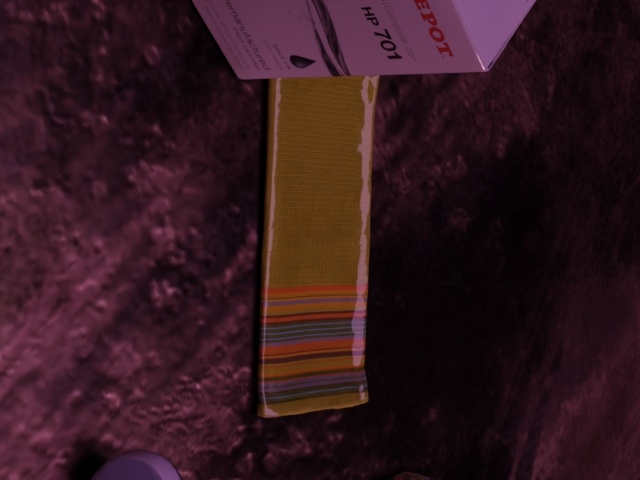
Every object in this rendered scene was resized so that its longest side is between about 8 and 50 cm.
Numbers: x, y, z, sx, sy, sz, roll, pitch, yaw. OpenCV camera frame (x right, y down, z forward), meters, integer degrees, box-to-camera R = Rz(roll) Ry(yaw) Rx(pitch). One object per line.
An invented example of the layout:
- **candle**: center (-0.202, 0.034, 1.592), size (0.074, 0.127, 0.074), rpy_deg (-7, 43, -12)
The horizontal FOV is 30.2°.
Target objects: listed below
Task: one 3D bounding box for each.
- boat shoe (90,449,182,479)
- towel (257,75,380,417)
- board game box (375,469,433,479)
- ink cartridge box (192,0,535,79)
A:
- **boat shoe**: center (-0.091, 0.228, 0.700), size (0.076, 0.080, 0.228), rpy_deg (-19, 107, -63)
- **towel**: center (0.000, 0.000, 0.805), size (0.102, 0.021, 0.237), rpy_deg (-3, 97, -48)
- **board game box**: center (0.028, 0.310, 0.872), size (0.136, 0.030, 0.259), rpy_deg (-6, 100, -49)
- **ink cartridge box**: center (0.009, -0.168, 0.666), size (0.082, 0.191, 0.139), rpy_deg (-54, 130, -28)
